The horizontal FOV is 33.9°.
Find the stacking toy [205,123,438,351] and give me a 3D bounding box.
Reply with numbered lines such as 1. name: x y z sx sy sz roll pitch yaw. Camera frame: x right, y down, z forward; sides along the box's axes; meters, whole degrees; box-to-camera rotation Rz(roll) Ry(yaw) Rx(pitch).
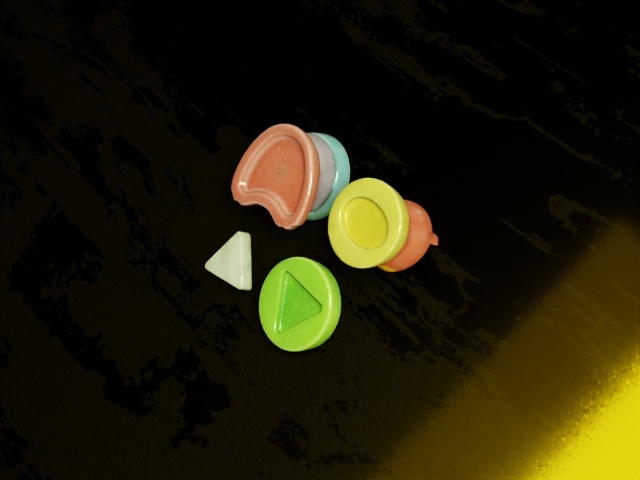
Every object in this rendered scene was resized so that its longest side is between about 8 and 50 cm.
1. stacking toy: 0.000 0.000 1.514 0.309 0.130 0.280 41 109 35
